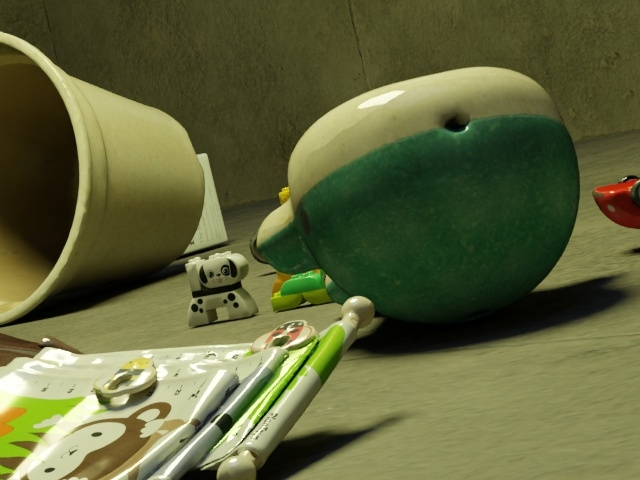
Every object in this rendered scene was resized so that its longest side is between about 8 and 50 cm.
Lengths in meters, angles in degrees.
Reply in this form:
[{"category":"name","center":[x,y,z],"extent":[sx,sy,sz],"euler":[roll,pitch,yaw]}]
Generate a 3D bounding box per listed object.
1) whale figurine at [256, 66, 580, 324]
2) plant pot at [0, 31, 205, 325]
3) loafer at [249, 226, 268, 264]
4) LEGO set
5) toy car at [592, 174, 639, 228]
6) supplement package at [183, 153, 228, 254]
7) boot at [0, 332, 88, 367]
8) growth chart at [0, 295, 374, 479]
[{"category":"whale figurine","center":[0.070,0.001,0.999],"extent":[0.216,0.141,0.272],"euler":[-13,-21,-12]},{"category":"plant pot","center":[-0.309,-0.065,1.861],"extent":[0.333,0.334,0.305],"euler":[-10,-6,31]},{"category":"loafer","center":[0.009,-0.007,1.594],"extent":[0.170,0.062,0.061],"euler":[-14,9,5]},{"category":"LEGO set","center":[0.000,0.000,1.256],"extent":[0.227,0.093,0.087],"euler":[-11,4,23]},{"category":"toy car","center":[0.343,-0.044,1.098],"extent":[0.239,0.053,0.225],"euler":[-16,6,-34]},{"category":"supplement package","center":[-0.273,-0.029,2.215],"extent":[0.133,0.139,0.244],"euler":[-10,6,41]},{"category":"boot","center":[-0.187,0.088,0.906],"extent":[0.206,0.090,0.248],"euler":[1,6,16]},{"category":"growth chart","center":[-0.107,0.081,0.699],"extent":[0.237,0.021,0.172],"euler":[-7,23,22]}]
